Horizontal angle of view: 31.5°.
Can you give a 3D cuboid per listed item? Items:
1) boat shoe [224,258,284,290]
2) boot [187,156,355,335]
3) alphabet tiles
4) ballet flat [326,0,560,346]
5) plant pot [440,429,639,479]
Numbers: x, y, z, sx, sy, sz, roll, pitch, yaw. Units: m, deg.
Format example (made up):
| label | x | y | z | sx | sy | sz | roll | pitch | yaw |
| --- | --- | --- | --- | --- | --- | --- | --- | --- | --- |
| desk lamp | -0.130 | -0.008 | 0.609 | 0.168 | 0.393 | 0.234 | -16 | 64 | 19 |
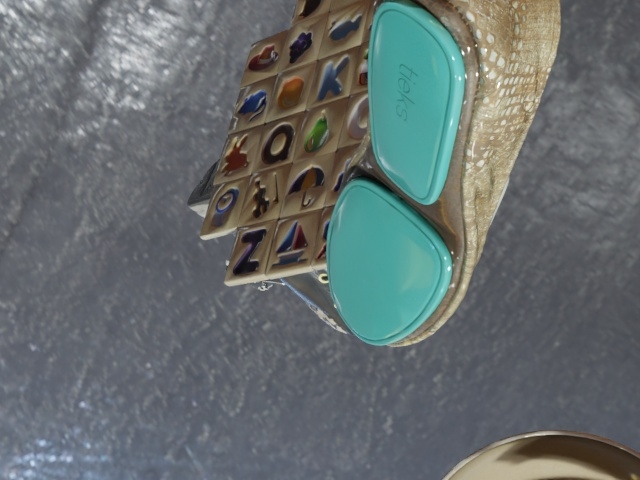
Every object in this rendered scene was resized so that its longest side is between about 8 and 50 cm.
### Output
| label | x | y | z | sx | sy | sz | roll | pitch | yaw |
| --- | --- | --- | --- | --- | --- | --- | --- | --- | --- |
| boat shoe | -0.092 | 0.056 | 1.703 | 0.046 | 0.125 | 0.038 | -5 | 103 | -59 |
| boot | 0.000 | 0.000 | 1.498 | 0.284 | 0.377 | 0.138 | 43 | 70 | -21 |
| alphabet tiles | 0.008 | -0.123 | 1.040 | 0.011 | 0.285 | 0.342 | 32 | 60 | -37 |
| ballet flat | 0.048 | -0.028 | 0.428 | 0.067 | 0.073 | 0.206 | -34 | 159 | -25 |
| plant pot | 0.230 | 0.322 | 1.096 | 0.284 | 0.284 | 0.191 | -45 | 167 | 3 |
